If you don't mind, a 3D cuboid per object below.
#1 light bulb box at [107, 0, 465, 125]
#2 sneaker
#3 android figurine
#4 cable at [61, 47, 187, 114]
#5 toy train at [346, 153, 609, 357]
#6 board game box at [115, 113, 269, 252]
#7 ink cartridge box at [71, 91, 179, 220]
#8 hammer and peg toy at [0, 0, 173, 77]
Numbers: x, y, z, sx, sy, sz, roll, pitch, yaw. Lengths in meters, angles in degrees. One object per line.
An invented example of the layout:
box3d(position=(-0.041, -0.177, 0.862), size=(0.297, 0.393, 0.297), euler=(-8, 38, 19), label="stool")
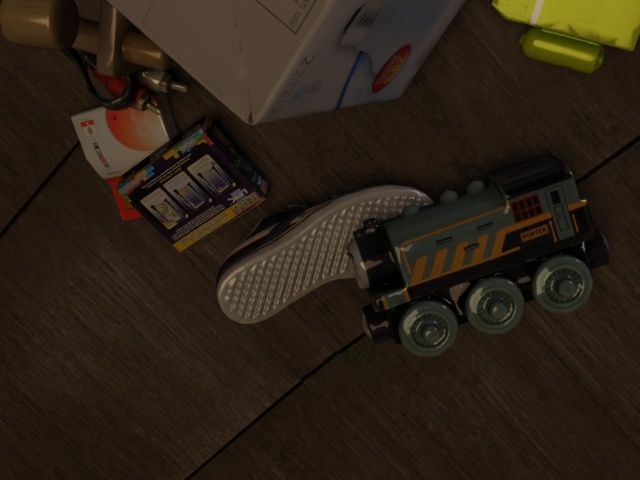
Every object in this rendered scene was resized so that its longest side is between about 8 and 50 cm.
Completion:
box3d(position=(0.032, -0.332, 0.800), size=(0.225, 0.361, 0.358), euler=(43, 119, 12), label="light bulb box")
box3d(position=(0.000, 0.000, 1.110), size=(0.321, 0.127, 0.126), euler=(-22, 111, -4), label="sneaker")
box3d(position=(0.309, -0.326, 0.926), size=(0.273, 0.056, 0.248), euler=(16, 114, 8), label="android figurine")
box3d(position=(-0.325, -0.254, 1.099), size=(0.287, 0.139, 0.072), euler=(22, 155, 13), label="cable")
box3d(position=(0.199, 0.020, 1.022), size=(0.334, 0.142, 0.190), euler=(-19, 103, 4), label="toy train")
box3d(position=(-0.183, -0.078, 1.141), size=(0.170, 0.048, 0.141), euler=(-30, 119, 23), label="board game box")
box3d(position=(-0.273, -0.119, 1.172), size=(0.145, 0.045, 0.179), euler=(-10, 105, 19), label="ink cartridge box")
box3d(position=(-0.200, -0.325, 0.898), size=(0.127, 0.361, 0.266), euler=(15, 113, 9), label="hammer and peg toy")
